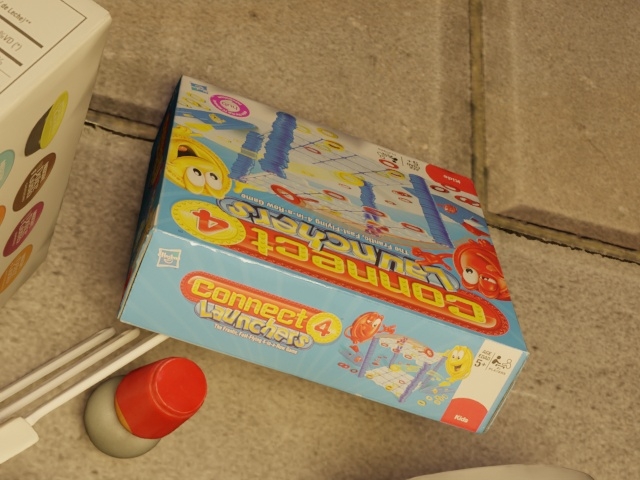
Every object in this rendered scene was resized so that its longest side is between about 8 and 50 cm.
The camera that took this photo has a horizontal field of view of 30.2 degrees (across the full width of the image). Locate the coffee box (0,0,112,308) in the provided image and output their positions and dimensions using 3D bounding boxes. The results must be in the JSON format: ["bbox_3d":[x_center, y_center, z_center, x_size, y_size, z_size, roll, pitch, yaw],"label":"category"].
[{"bbox_3d":[-0.394,-0.059,0.806,0.338,0.338,0.334,35,53,2],"label":"coffee box"}]

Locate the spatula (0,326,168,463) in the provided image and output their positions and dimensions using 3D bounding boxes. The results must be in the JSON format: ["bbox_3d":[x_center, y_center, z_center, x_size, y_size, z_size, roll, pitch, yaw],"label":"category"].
[{"bbox_3d":[-0.217,0.121,0.894,0.242,0.168,0.019,-31,101,-38],"label":"spatula"}]

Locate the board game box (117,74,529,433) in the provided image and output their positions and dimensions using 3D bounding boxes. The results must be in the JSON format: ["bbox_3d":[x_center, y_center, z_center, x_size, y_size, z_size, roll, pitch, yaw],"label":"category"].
[{"bbox_3d":[0.000,0.000,1.015,0.308,0.086,0.302,19,27,-13],"label":"board game box"}]

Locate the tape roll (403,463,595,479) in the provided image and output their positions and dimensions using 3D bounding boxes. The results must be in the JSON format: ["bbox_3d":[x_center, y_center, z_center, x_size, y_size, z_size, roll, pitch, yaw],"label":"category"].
[{"bbox_3d":[0.112,0.242,0.914,0.219,0.219,0.072,4,59,-21],"label":"tape roll"}]

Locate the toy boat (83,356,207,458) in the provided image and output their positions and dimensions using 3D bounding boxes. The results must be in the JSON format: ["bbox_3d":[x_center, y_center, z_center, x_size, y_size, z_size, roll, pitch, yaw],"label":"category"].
[{"bbox_3d":[-0.171,0.232,0.856,0.267,0.148,0.318,31,58,-18],"label":"toy boat"}]
